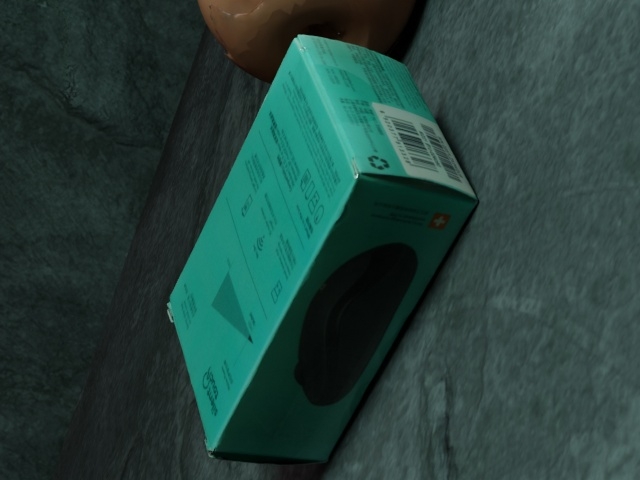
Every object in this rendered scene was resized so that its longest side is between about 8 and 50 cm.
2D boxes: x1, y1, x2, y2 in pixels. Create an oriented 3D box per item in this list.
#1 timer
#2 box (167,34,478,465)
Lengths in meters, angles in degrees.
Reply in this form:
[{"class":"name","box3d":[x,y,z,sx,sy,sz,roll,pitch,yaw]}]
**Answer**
[{"class":"timer","box3d":[-0.013,-0.271,1.599,0.229,0.229,0.215,127,148,-50]},{"class":"box","box3d":[-0.009,0.013,1.362,0.311,0.118,0.205,-62,29,30]}]
